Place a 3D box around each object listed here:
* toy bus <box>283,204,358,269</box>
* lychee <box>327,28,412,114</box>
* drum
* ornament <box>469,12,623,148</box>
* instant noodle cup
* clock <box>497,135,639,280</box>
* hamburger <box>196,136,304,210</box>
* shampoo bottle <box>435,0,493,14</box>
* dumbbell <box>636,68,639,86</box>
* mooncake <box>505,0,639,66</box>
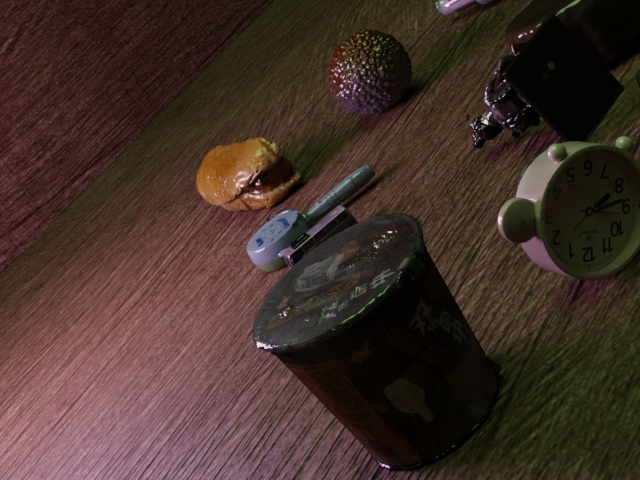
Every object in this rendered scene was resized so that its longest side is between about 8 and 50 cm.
[{"bbox_3d":[0.000,0.000,1.733,0.130,0.052,0.037,-40,24,-7],"label":"toy bus"},{"bbox_3d":[0.098,-0.329,2.114,0.165,0.165,0.197,-20,20,36],"label":"lychee"},{"bbox_3d":[-0.013,-0.036,1.830,0.253,0.049,0.130,-33,21,11],"label":"drum"},{"bbox_3d":[0.296,-0.203,1.603,0.153,0.166,0.196,-50,9,-32],"label":"ornament"},{"bbox_3d":[0.070,0.114,1.175,0.217,0.207,0.217,-31,21,13],"label":"instant noodle cup"},{"bbox_3d":[0.290,-0.036,1.211,0.229,0.156,0.063,-9,11,-23],"label":"clock"},{"bbox_3d":[-0.161,-0.122,2.139,0.131,0.124,0.262,-48,23,-25],"label":"hamburger"},{"bbox_3d":[0.333,-0.525,2.270,0.192,0.074,0.074,-23,25,37],"label":"shampoo bottle"},{"bbox_3d":[0.485,-0.242,1.474,0.118,0.052,0.046,-38,-7,-3],"label":"dumbbell"},{"bbox_3d":[0.411,-0.345,1.714,0.228,0.124,0.228,-36,17,12],"label":"mooncake"}]
